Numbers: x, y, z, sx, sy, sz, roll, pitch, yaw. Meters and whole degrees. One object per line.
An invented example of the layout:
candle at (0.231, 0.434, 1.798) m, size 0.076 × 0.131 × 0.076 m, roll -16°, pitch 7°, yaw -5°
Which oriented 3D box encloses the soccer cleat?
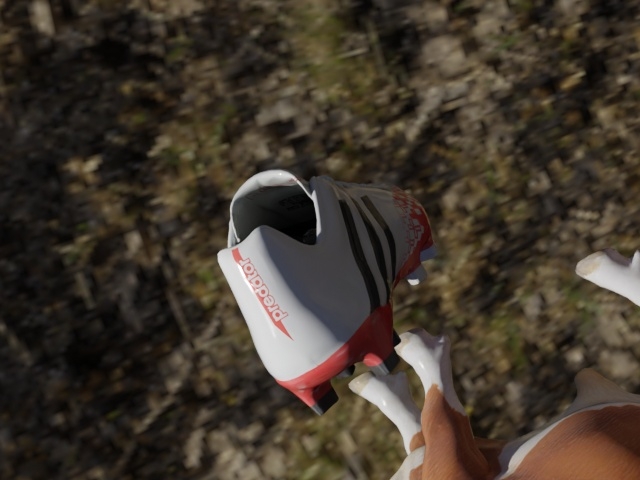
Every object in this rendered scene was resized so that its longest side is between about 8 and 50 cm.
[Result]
soccer cleat at (0.000, 0.000, 0.341) m, size 0.029 × 0.083 × 0.035 m, roll -32°, pitch 103°, yaw 17°

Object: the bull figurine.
bull figurine at (0.113, 0.123, 0.967) m, size 0.310 × 0.101 × 0.188 m, roll -21°, pitch 73°, yaw 0°
